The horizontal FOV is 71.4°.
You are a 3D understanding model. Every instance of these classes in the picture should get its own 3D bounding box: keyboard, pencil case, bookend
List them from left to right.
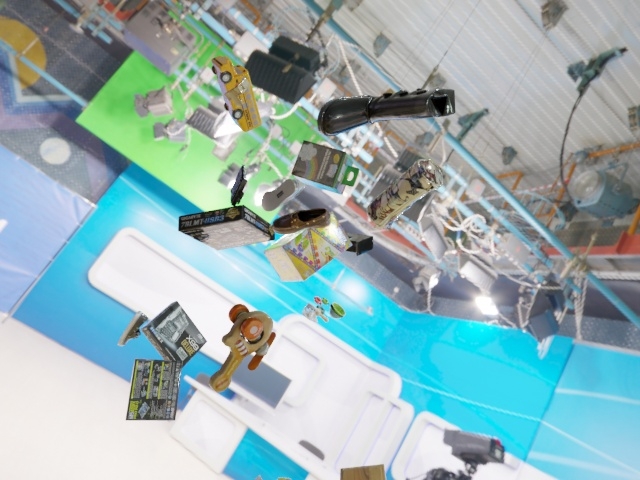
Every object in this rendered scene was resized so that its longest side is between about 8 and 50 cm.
[{"bbox_3d":[-0.308,-0.193,1.659,0.023,0.108,0.180,0,-26,-26],"label":"keyboard"},{"bbox_3d":[0.163,0.018,2.261,0.156,0.072,0.157,8,16,35],"label":"bookend"},{"bbox_3d":[0.406,-0.218,2.191,0.159,0.184,0.410,31,-48,-19],"label":"pencil case"}]

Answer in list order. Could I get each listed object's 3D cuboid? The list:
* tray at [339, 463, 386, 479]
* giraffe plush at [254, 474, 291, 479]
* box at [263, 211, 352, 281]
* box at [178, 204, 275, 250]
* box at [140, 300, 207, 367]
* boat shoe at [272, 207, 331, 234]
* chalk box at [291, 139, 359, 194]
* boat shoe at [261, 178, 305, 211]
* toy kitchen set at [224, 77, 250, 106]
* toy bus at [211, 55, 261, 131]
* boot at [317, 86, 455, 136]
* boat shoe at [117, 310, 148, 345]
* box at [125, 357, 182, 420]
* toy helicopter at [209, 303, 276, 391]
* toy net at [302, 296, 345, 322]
[{"bbox_3d":[0.179,1.078,1.826,0.202,0.076,0.411,-8,4,5],"label":"tray"},{"bbox_3d":[-0.126,0.800,1.314,0.170,0.181,0.210,79,-11,-63],"label":"giraffe plush"},{"bbox_3d":[-0.063,0.035,1.988,0.177,0.279,0.290,58,-23,-8],"label":"box"},{"bbox_3d":[-0.377,-0.047,1.835,0.295,0.073,0.293,-9,-18,18],"label":"box"},{"bbox_3d":[-0.809,0.531,2.479,0.076,0.242,0.307,-21,-73,39],"label":"box"},{"bbox_3d":[-0.069,-0.073,1.515,0.206,0.073,0.073,-11,-28,7],"label":"boat shoe"},{"bbox_3d":[0.031,-0.245,1.547,0.213,0.132,0.132,20,0,16],"label":"chalk box"},{"bbox_3d":[-0.170,-0.210,2.030,0.267,0.088,0.096,-33,-103,43],"label":"boat shoe"},{"bbox_3d":[-0.321,-0.585,1.773,0.083,0.075,0.068,-13,-55,38],"label":"toy kitchen set"},{"bbox_3d":[-0.367,-0.646,1.962,0.108,0.130,0.333,49,-20,38],"label":"toy bus"},{"bbox_3d":[0.257,-0.510,1.771,0.445,0.367,0.146,17,-50,42],"label":"boot"},{"bbox_3d":[-0.938,0.455,2.243,0.076,0.228,0.080,34,13,-9],"label":"boat shoe"},{"bbox_3d":[-0.767,0.689,2.060,0.216,0.270,0.060,9,-20,-22],"label":"box"},{"bbox_3d":[-0.306,0.438,1.747,0.140,0.355,0.235,31,-3,46],"label":"toy helicopter"},{"bbox_3d":[0.002,0.249,1.664,0.122,0.045,0.232,54,20,25],"label":"toy net"}]
